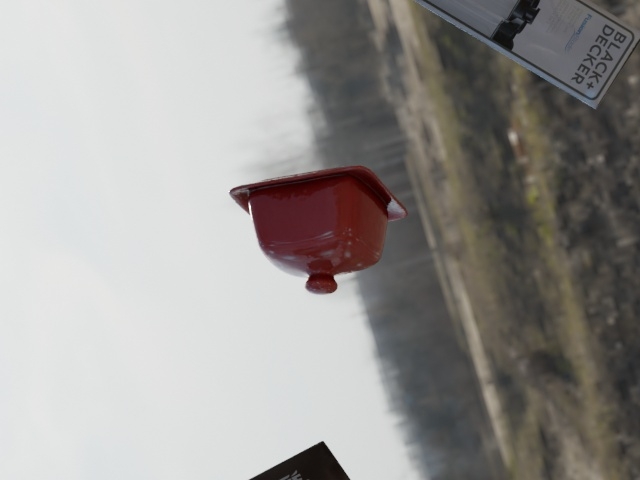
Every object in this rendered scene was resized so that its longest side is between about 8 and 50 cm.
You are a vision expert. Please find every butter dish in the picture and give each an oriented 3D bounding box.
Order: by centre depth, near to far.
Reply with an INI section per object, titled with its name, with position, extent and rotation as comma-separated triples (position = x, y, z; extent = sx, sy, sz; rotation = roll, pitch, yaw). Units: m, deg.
[butter dish]
position = 0.000, 0.000, 1.738
extent = 0.160, 0.160, 0.118
rotation = 44, -138, -61

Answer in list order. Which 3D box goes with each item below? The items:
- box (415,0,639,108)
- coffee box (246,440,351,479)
[box]
position = 0.167, -0.245, 1.639
extent = 0.290, 0.087, 0.169
rotation = 30, -170, -3
[coffee box]
position = 0.009, 0.364, 1.629
extent = 0.297, 0.168, 0.119
rotation = 51, 163, 41
